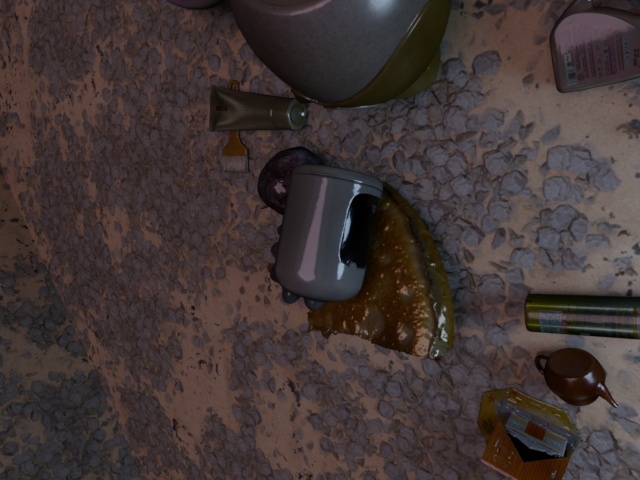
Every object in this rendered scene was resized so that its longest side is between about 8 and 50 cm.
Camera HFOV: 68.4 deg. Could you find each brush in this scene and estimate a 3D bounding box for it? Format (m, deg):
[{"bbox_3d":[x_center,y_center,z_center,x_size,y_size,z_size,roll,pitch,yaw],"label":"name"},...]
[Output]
[{"bbox_3d":[-0.257,-0.340,1.409,0.103,0.013,0.272,8,103,32],"label":"brush"}]

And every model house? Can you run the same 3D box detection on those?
[{"bbox_3d":[0.430,0.457,1.033,0.219,0.136,0.207,23,113,28],"label":"model house"}]

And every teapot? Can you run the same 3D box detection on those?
[{"bbox_3d":[0.519,0.287,0.967,0.173,0.116,0.116,17,111,58],"label":"teapot"}]

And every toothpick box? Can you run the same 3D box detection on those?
[{"bbox_3d":[0.000,0.000,1.063,0.229,0.229,0.316,12,90,32],"label":"toothpick box"},{"bbox_3d":[0.050,-0.464,0.931,0.409,0.425,0.408,-2,84,24],"label":"toothpick box"}]

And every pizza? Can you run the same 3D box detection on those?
[{"bbox_3d":[0.121,0.114,1.161,0.406,0.130,0.439,-33,61,36],"label":"pizza"}]

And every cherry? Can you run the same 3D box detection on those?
[{"bbox_3d":[-0.069,-0.150,1.217,0.195,0.195,0.195,7,103,33],"label":"cherry"}]

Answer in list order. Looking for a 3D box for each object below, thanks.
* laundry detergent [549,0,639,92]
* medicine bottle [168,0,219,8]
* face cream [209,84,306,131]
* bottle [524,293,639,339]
[{"bbox_3d":[0.532,-0.366,0.820,0.237,0.076,0.171,-7,113,35],"label":"laundry detergent"},{"bbox_3d":[-0.325,-0.708,1.155,0.256,0.324,0.255,-3,116,-6],"label":"medicine bottle"},{"bbox_3d":[-0.196,-0.363,1.325,0.341,0.084,0.137,14,107,34],"label":"face cream"},{"bbox_3d":[0.558,0.148,0.918,0.286,0.082,0.082,-2,98,34],"label":"bottle"}]
